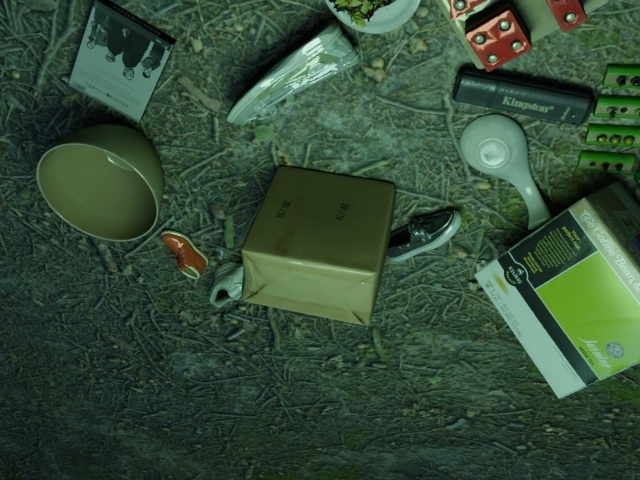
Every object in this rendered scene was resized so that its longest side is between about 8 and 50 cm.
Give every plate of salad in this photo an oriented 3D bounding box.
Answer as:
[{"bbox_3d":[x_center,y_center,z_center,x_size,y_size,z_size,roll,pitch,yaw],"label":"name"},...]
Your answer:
[{"bbox_3d":[0.088,-0.469,1.169,0.200,0.048,0.200,14,137,14],"label":"plate of salad"}]

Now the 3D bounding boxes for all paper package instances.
[{"bbox_3d":[0.000,0.000,1.462,0.309,0.325,0.168,10,134,6],"label":"paper package"}]

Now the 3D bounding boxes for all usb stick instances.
[{"bbox_3d":[0.403,-0.288,1.282,0.278,0.045,0.077,12,134,2],"label":"usb stick"}]

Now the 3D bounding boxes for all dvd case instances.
[{"bbox_3d":[-0.440,-0.388,1.403,0.179,0.029,0.238,29,133,-14],"label":"dvd case"}]

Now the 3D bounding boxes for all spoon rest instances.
[{"bbox_3d":[0.412,-0.155,1.399,0.137,0.084,0.276,-27,108,32],"label":"spoon rest"}]

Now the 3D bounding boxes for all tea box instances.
[{"bbox_3d":[0.582,0.104,1.384,0.323,0.220,0.329,-43,74,43],"label":"tea box"}]

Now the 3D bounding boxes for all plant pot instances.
[{"bbox_3d":[-0.489,-0.166,1.514,0.284,0.191,0.284,7,135,7],"label":"plant pot"}]

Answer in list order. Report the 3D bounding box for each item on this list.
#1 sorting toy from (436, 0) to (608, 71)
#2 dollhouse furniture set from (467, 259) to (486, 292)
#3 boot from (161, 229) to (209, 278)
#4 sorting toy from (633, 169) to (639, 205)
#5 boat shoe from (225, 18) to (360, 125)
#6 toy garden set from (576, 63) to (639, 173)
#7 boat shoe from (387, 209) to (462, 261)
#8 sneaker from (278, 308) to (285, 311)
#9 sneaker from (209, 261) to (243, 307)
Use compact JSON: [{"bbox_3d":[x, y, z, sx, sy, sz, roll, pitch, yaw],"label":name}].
[{"bbox_3d":[0.333,-0.446,1.118,0.257,0.089,0.255,-24,124,31],"label":"sorting toy"},{"bbox_3d":[0.449,0.085,1.654,0.114,0.091,0.081,-5,93,-11],"label":"dollhouse furniture set"},{"bbox_3d":[-0.380,0.039,1.758,0.158,0.084,0.059,41,130,-22],"label":"boot"},{"bbox_3d":[0.744,-0.036,1.377,0.046,0.132,0.274,-30,134,3],"label":"sorting toy"},{"bbox_3d":[-0.068,-0.323,1.319,0.320,0.118,0.103,-32,115,27],"label":"boat shoe"},{"bbox_3d":[0.649,-0.225,1.280,0.204,0.049,0.244,5,134,9],"label":"toy garden set"},{"bbox_3d":[0.235,-0.020,1.557,0.076,0.080,0.228,31,140,-29],"label":"boat shoe"},{"bbox_3d":[-0.056,0.142,1.775,0.083,0.087,0.221,35,131,-18],"label":"sneaker"},{"bbox_3d":[-0.187,0.100,1.737,0.297,0.129,0.111,-32,117,34],"label":"sneaker"}]
